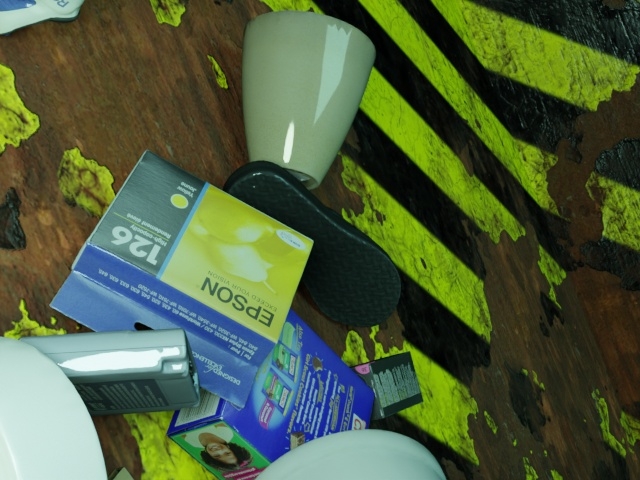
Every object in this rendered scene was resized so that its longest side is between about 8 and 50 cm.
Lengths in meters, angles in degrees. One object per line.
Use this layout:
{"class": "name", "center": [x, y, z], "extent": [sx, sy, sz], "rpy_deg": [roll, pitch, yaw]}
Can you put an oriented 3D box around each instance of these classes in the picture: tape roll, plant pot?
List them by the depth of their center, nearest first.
{"class": "tape roll", "center": [-0.337, 0.239, 0.853], "extent": [0.100, 0.286, 0.286], "rpy_deg": [-4, 75, -58]}
{"class": "plant pot", "center": [-0.043, -0.241, 1.654], "extent": [0.256, 0.256, 0.274], "rpy_deg": [28, 66, -47]}

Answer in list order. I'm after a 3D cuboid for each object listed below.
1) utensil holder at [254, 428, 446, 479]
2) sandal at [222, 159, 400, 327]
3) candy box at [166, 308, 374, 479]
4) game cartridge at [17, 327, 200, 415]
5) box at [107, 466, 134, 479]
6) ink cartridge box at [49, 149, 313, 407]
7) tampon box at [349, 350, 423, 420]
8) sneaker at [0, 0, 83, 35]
{"class": "utensil holder", "center": [0.081, 0.491, 1.156], "extent": [0.327, 0.327, 0.385], "rpy_deg": [48, 6, -31]}
{"class": "sandal", "center": [0.001, -0.002, 1.637], "extent": [0.446, 0.167, 0.107], "rpy_deg": [46, 21, -32]}
{"class": "candy box", "center": [-0.063, 0.272, 1.403], "extent": [0.317, 0.122, 0.268], "rpy_deg": [47, 37, -28]}
{"class": "game cartridge", "center": [-0.244, 0.158, 1.031], "extent": [0.294, 0.196, 0.060], "rpy_deg": [105, -22, -71]}
{"class": "box", "center": [-0.245, 0.418, 1.137], "extent": [0.201, 0.021, 0.164], "rpy_deg": [59, 33, -15]}
{"class": "ink cartridge box", "center": [-0.185, 0.043, 1.294], "extent": [0.303, 0.072, 0.307], "rpy_deg": [30, 41, -11]}
{"class": "tampon box", "center": [0.093, 0.275, 1.639], "extent": [0.161, 0.120, 0.101], "rpy_deg": [-2, 74, -57]}
{"class": "sneaker", "center": [-0.452, -0.375, 1.196], "extent": [0.315, 0.182, 0.127], "rpy_deg": [23, 45, -12]}
